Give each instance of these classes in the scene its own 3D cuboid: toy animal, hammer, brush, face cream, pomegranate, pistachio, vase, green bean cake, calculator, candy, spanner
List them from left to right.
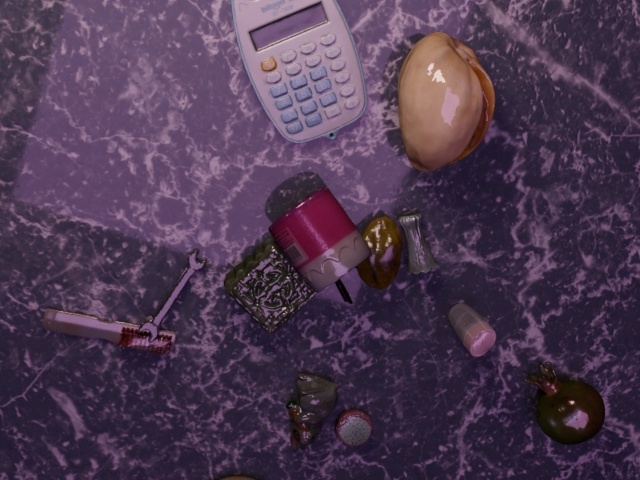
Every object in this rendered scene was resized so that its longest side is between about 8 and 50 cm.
[{"bbox_3d":[-0.522,0.230,1.742,0.321,0.050,0.060,12,107,-10],"label":"brush"},{"bbox_3d":[-0.362,0.136,1.728,0.054,0.015,0.254,34,89,-9],"label":"spanner"},{"bbox_3d":[-0.120,0.110,1.740,0.185,0.094,0.183,-41,106,0],"label":"green bean cake"},{"bbox_3d":[-0.041,-0.409,1.621,0.256,0.054,0.386,-23,108,-1],"label":"calculator"},{"bbox_3d":[-0.025,0.470,1.840,0.138,0.108,0.236,1,106,-8],"label":"toy animal"},{"bbox_3d":[0.000,0.000,1.655,0.175,0.175,0.195,-35,91,3],"label":"face cream"},{"bbox_3d":[0.033,0.092,1.789,0.065,0.021,0.178,-28,110,2],"label":"hammer"},{"bbox_3d":[0.090,0.506,1.899,0.103,0.043,0.103,-1,104,-5],"label":"candy"},{"bbox_3d":[0.142,0.034,1.743,0.110,0.100,0.189,6,106,-13],"label":"pistachio"},{"bbox_3d":[0.240,0.001,1.762,0.081,0.081,0.148,-17,103,-2],"label":"vase"},{"bbox_3d":[0.278,-0.317,1.615,0.230,0.230,0.308,-1,111,-7],"label":"pistachio"},{"bbox_3d":[0.379,0.221,1.774,0.057,0.198,0.084,35,100,-15],"label":"face cream"},{"bbox_3d":[0.652,0.436,1.892,0.181,0.181,0.224,-39,92,4],"label":"pomegranate"}]

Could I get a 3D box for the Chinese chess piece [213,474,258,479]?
[{"bbox_3d":[-0.229,0.764,1.899,0.257,0.104,0.257,-2,107,-7],"label":"Chinese chess piece"}]
